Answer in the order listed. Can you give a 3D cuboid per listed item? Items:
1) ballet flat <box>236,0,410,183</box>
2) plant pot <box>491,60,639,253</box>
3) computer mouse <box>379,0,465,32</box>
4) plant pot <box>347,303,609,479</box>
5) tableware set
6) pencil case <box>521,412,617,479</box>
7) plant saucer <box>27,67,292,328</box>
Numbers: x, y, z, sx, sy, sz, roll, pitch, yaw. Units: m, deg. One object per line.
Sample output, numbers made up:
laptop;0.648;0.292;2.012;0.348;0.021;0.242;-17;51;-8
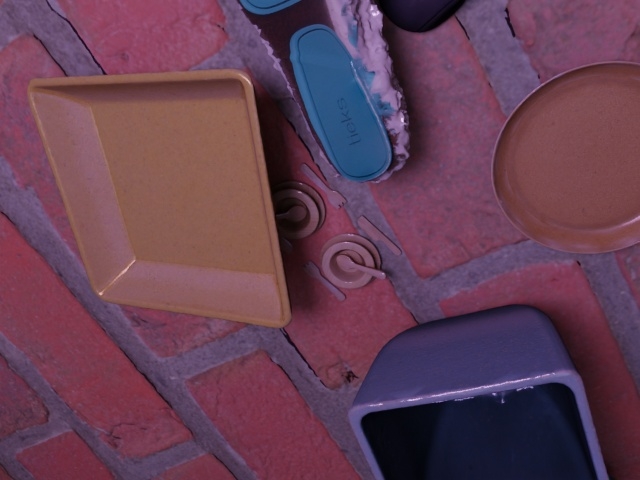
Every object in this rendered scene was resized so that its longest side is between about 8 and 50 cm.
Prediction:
ballet flat;-0.004;-0.252;0.620;0.147;0.147;0.408;-13;120;19
plant pot;0.324;-0.094;0.691;0.236;0.032;0.236;5;117;9
computer mouse;0.134;-0.349;0.582;0.262;0.060;0.184;-39;104;26
plant pot;0.207;0.216;0.749;0.247;0.252;0.247;-16;108;19
tableware set;0.000;0.000;0.807;0.194;0.039;0.128;42;118;-11
pencil case;0.356;0.348;0.880;0.236;0.104;0.104;37;119;-7
plant saucer;-0.192;-0.060;0.770;0.333;0.081;0.332;5;118;23
